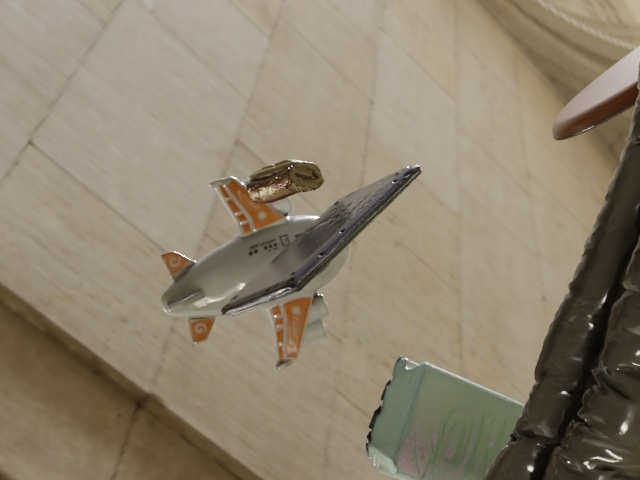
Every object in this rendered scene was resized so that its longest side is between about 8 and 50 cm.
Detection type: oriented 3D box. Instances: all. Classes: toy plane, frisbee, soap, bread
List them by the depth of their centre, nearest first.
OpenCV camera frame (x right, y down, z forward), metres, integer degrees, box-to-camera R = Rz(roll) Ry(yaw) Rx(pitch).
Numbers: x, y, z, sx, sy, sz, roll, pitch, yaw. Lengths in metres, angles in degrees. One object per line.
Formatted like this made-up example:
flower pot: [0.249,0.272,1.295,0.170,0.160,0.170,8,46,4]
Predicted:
frisbee: [0.332,-0.178,1.079,0.251,0.021,0.251,-38,-175,4]
bread: [-0.037,-0.060,1.101,0.083,0.047,0.036,-11,-97,52]
toy plane: [-0.078,0.039,1.342,0.245,0.244,0.117,-50,-173,-4]
soap: [0.197,0.265,1.406,0.150,0.261,0.094,-68,-160,-7]

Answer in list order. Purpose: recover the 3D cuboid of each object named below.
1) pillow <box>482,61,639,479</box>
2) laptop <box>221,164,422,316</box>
pillow: [0.209,0.080,0.548,0.101,0.228,0.326,38,-69,65]
laptop: [0.000,0.000,0.947,0.180,0.016,0.129,-44,-168,-34]
